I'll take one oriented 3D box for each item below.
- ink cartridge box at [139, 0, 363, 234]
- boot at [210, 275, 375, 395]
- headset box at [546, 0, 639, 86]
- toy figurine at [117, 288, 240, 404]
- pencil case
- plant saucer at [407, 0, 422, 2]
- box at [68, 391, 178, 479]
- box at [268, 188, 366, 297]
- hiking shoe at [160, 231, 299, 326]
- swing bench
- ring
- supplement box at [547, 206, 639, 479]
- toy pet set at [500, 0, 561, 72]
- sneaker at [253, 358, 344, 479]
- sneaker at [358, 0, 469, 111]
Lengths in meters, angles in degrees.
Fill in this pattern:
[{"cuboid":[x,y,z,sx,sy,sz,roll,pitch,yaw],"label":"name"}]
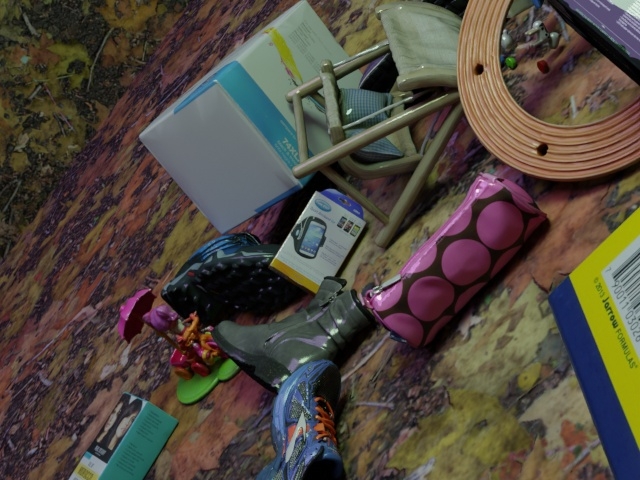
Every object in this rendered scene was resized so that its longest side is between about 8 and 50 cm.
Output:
[{"cuboid":[-0.086,-0.186,1.702,0.198,0.197,0.270,-27,17,43],"label":"ink cartridge box"},{"cuboid":[-0.031,0.112,1.435,0.161,0.083,0.246,-49,29,-11],"label":"boot"},{"cuboid":[0.373,-0.266,1.034,0.283,0.131,0.246,-47,54,12],"label":"headset box"},{"cuboid":[-0.205,0.132,1.593,0.173,0.159,0.130,-17,42,51],"label":"toy figurine"},{"cuboid":[0.139,0.018,1.217,0.209,0.098,0.095,-48,24,6],"label":"pencil case"},{"cuboid":[0.207,-0.423,1.796,0.168,0.029,0.168,-39,28,26],"label":"plant saucer"},{"cuboid":[-0.304,0.337,1.606,0.244,0.060,0.100,-59,25,-15],"label":"box"},{"cuboid":[0.000,0.000,1.507,0.136,0.081,0.028,-58,2,-16],"label":"box"},{"cuboid":[-0.119,0.031,1.641,0.304,0.113,0.132,-14,39,50],"label":"hiking shoe"},{"cuboid":[0.100,-0.176,1.476,0.254,0.165,0.253,-43,25,19],"label":"swing bench"},{"cuboid":[0.288,-0.224,1.213,0.336,0.032,0.337,-13,70,40],"label":"ring"},{"cuboid":[0.341,0.017,0.673,0.356,0.194,0.195,-49,27,27],"label":"supplement box"},{"cuboid":[0.259,-0.280,1.440,0.065,0.114,0.122,-31,23,-13],"label":"toy pet set"},{"cuboid":[-0.007,0.228,1.231,0.087,0.083,0.221,-13,48,36],"label":"sneaker"},{"cuboid":[0.153,-0.299,1.633,0.283,0.107,0.124,-43,20,20],"label":"sneaker"}]
